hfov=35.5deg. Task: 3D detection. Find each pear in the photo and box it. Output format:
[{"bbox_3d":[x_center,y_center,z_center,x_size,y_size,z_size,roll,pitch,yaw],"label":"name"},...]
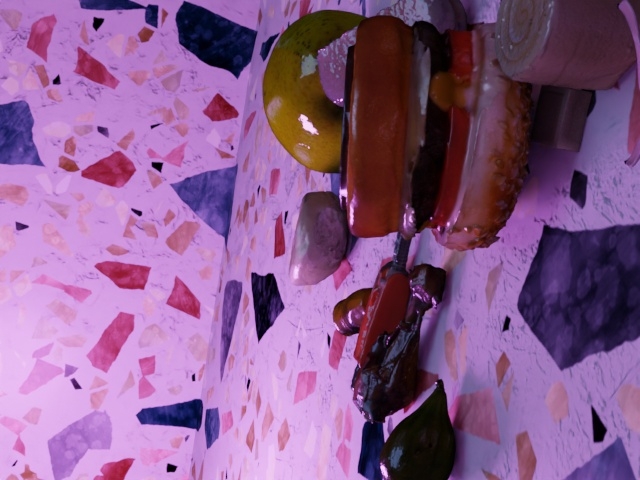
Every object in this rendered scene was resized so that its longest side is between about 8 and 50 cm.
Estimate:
[{"bbox_3d":[0.007,-0.322,2.056,0.318,0.238,0.342,170,108,-82],"label":"pear"}]

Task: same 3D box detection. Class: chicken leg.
[{"bbox_3d":[0.140,0.171,1.657,0.113,0.093,0.304,49,124,46],"label":"chicken leg"}]

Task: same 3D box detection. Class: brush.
[{"bbox_3d":[0.115,0.127,1.770,0.051,0.070,0.323,-140,59,-66],"label":"brush"}]

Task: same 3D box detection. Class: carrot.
[{"bbox_3d":[0.073,0.135,1.886,0.173,0.082,0.082,145,131,-64],"label":"carrot"}]

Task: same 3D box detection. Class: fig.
[{"bbox_3d":[0.161,0.297,1.505,0.177,0.117,0.117,-61,15,-7],"label":"fig"}]

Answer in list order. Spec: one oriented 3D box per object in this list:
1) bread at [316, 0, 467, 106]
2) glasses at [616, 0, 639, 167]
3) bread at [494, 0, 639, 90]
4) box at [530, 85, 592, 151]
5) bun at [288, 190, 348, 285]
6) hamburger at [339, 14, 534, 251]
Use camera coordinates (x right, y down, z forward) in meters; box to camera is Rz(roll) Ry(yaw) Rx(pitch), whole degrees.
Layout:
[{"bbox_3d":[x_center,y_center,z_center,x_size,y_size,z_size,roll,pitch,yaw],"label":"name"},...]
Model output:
[{"bbox_3d":[0.131,-0.306,1.756,0.337,0.102,0.183,-21,88,50],"label":"bread"},{"bbox_3d":[0.371,-0.165,0.991,0.162,0.095,0.255,-168,84,-66],"label":"glasses"},{"bbox_3d":[0.299,-0.250,1.186,0.148,0.141,0.134,152,120,-72],"label":"bread"},{"bbox_3d":[0.309,-0.160,1.296,0.083,0.035,0.079,-134,53,-70],"label":"box"},{"bbox_3d":[0.000,0.000,2.138,0.237,0.116,0.210,-84,4,-72],"label":"bun"},{"bbox_3d":[0.157,-0.148,1.382,0.330,0.250,0.330,3,-90,-86],"label":"hamburger"}]
